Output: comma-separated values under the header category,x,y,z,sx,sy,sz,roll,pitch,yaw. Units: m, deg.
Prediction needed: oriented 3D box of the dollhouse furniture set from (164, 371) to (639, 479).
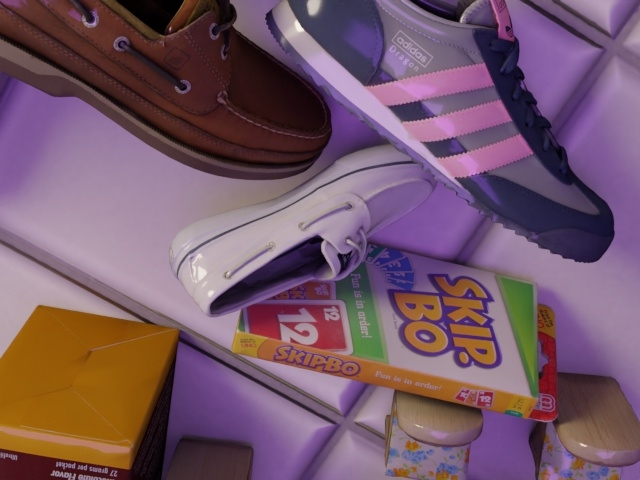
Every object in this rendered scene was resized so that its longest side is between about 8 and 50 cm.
category,x,y,z,sx,sy,sz,roll,pitch,yaw
dollhouse furniture set,0.054,0.307,0.850,0.394,0.256,0.362,7,107,1

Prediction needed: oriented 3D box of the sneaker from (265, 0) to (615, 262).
category,x,y,z,sx,sy,sz,roll,pitch,yaw
sneaker,0.119,-0.110,0.775,0.319,0.112,0.131,36,111,-12

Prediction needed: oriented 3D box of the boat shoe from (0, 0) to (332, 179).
category,x,y,z,sx,sy,sz,roll,pitch,yaw
boat shoe,-0.102,-0.133,0.725,0.307,0.111,0.104,18,132,-34

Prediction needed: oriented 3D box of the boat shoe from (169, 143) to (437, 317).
category,x,y,z,sx,sy,sz,roll,pitch,yaw
boat shoe,0.000,0.000,0.806,0.226,0.076,0.083,-24,144,-10

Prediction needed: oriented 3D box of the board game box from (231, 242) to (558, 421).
category,x,y,z,sx,sy,sz,roll,pitch,yaw
board game box,0.068,0.063,0.840,0.259,0.124,0.039,15,136,-4

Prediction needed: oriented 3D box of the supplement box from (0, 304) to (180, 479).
category,x,y,z,sx,sy,sz,roll,pitch,yaw
supplement box,-0.206,0.189,0.867,0.129,0.191,0.194,10,112,-1
